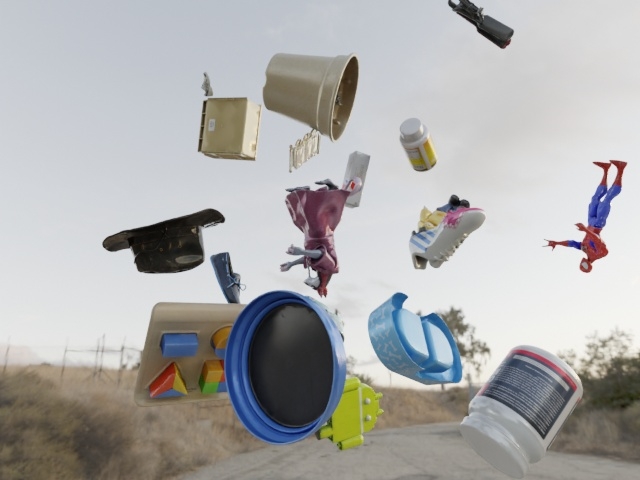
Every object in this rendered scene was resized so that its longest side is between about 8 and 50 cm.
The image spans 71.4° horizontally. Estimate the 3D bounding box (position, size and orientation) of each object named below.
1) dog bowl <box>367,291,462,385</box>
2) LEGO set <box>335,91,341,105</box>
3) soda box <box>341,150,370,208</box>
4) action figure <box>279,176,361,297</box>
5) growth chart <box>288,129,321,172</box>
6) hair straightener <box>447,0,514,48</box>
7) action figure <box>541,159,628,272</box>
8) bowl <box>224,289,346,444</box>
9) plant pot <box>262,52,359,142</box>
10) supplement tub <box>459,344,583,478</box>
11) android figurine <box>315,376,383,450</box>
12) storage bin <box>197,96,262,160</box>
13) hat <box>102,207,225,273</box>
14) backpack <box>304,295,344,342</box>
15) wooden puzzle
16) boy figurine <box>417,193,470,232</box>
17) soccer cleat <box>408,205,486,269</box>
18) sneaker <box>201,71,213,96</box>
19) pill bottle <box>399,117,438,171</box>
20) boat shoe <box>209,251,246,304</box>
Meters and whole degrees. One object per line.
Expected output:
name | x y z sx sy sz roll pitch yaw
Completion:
dog bowl | 0.208 0.226 0.974 0.074 0.166 0.297 -30 -43 29
LEGO set | 0.047 -0.515 1.594 0.083 0.023 0.054 31 -62 9
soda box | 0.134 -0.240 1.771 0.069 0.217 0.074 15 -8 -18
action figure | 0.000 0.000 1.437 0.275 0.371 0.248 -11 3 -15
growth chart | -0.060 -0.384 1.859 0.021 0.237 0.172 32 -41 18
hair straightener | 0.431 -0.619 1.210 0.047 0.230 0.089 -44 -11 4
action figure | 0.654 -0.060 1.107 0.138 0.281 0.091 6 5 -4
bowl | -0.098 0.330 1.188 0.390 0.392 0.077 -17 -19 34
plant pot | -0.044 -0.578 1.720 0.305 0.334 0.334 17 -21 12
supplement tub | 0.491 0.412 1.095 0.191 0.272 0.191 40 -24 22
android figurine | 0.105 0.608 1.576 0.272 0.249 0.056 -3 4 -27
storage bin | -0.424 -0.515 2.065 0.260 0.263 0.123 7 1 23
hat | -0.411 0.026 1.230 0.330 0.134 0.331 -18 -6 -2
backpack | -0.030 0.370 1.848 0.253 0.191 0.225 31 -63 -16
wooden puzzle | -0.368 0.357 1.344 0.321 0.348 0.080 7 21 -30
boy figurine | 0.467 -0.086 1.765 0.285 0.177 0.092 -29 -41 -33
soccer cleat | 0.390 0.005 1.368 0.115 0.143 0.331 7 -19 -21
sneaker | -0.402 -0.545 1.558 0.036 0.032 0.084 -10 -63 -3
pill bottle | 0.377 -0.370 1.723 0.117 0.118 0.215 -11 -34 24
boat shoe | -0.347 0.147 1.705 0.088 0.259 0.109 -24 -21 -9
